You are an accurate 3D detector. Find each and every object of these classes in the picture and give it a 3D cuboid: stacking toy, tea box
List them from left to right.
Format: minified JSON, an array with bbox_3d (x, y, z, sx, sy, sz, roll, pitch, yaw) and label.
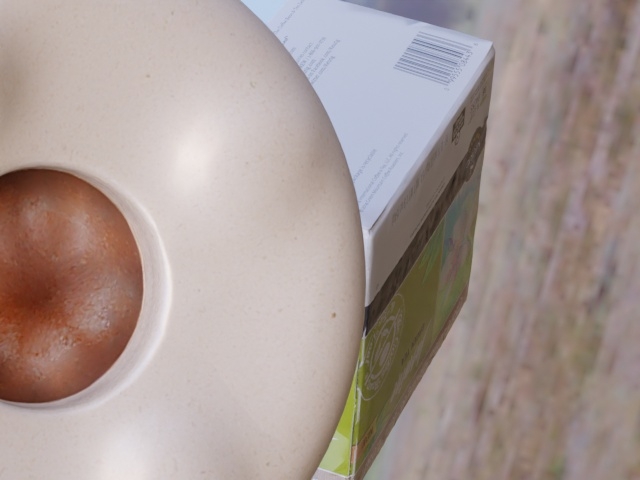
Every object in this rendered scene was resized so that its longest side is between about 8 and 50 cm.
[{"bbox_3d":[-0.225,0.017,1.077,0.480,0.350,0.351,3,74,61],"label":"stacking toy"},{"bbox_3d":[0.000,0.000,1.794,0.329,0.220,0.324,-55,-24,-46],"label":"tea box"}]
